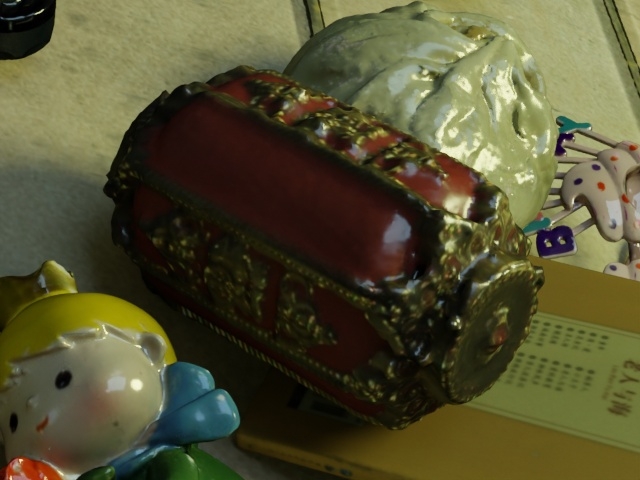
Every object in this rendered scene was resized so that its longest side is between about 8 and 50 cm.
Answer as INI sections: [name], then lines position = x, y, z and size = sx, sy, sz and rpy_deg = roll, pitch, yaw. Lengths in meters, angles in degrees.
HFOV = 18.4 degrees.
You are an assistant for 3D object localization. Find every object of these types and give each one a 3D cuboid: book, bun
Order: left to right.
[bun]
position = 0.078, -0.097, 1.420
size = 0.231, 0.133, 0.231
rpy_deg = 15, 28, -8
[book]
position = 0.170, 0.100, 1.273
size = 0.389, 0.032, 0.269
rpy_deg = 15, 36, 14

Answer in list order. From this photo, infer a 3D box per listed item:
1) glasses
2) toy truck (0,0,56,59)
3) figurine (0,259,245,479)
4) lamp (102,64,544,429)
[glasses]
position = 0.209, 0.019, 1.481
size = 0.162, 0.095, 0.255
rpy_deg = 4, 54, -7
[toy truck]
position = -0.254, -0.234, 1.345
size = 0.165, 0.147, 0.224
rpy_deg = 5, 40, -3
[figurine]
position = -0.133, 0.122, 1.084
size = 0.185, 0.127, 0.234
rpy_deg = -26, 78, -40
[lamp]
position = 0.000, 0.000, 1.215
size = 0.274, 0.177, 0.177
rpy_deg = 26, 32, 28
